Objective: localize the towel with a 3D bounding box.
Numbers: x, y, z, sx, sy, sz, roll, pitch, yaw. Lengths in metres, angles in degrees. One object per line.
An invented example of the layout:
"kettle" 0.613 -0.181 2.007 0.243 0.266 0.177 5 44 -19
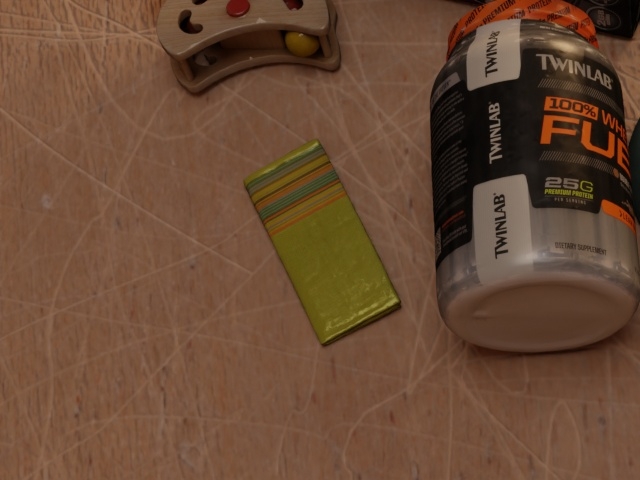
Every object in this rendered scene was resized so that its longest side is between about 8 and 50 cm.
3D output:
"towel" 0.000 0.000 1.809 0.102 0.021 0.237 -29 61 5

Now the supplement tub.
"supplement tub" 0.218 -0.071 1.682 0.207 0.207 0.338 -6 62 11

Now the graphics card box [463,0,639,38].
"graphics card box" 0.188 -0.366 1.827 0.370 0.233 0.094 15 64 20

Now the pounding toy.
"pounding toy" -0.114 -0.275 1.899 0.269 0.155 0.154 8 61 18

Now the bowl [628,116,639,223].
"bowl" 0.470 -0.113 1.667 0.311 0.163 0.312 -5 62 10
